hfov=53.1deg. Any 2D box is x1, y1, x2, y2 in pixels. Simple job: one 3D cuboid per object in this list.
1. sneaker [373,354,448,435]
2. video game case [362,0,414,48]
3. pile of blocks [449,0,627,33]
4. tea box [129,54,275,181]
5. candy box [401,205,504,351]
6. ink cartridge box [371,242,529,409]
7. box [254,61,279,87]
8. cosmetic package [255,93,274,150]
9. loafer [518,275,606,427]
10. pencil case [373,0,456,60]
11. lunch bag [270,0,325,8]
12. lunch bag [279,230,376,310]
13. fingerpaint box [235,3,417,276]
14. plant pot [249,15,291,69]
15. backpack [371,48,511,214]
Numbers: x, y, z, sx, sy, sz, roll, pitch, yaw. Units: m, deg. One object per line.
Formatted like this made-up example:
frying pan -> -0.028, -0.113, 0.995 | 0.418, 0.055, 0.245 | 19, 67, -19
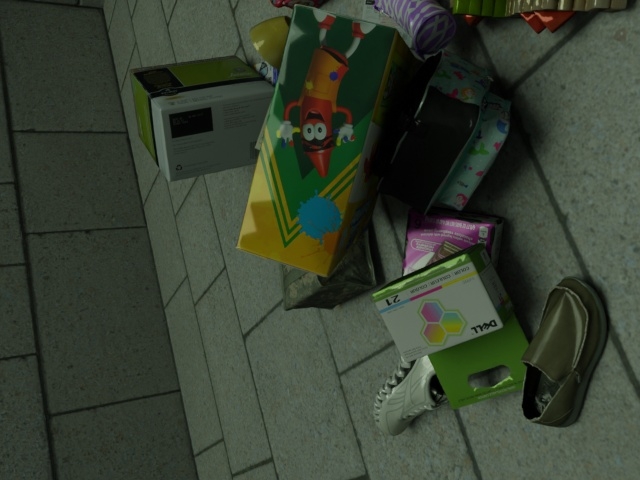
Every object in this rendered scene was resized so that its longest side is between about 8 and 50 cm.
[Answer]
sneaker -> 0.194, 0.303, 1.281 | 0.118, 0.110, 0.292 | 46, 132, 36
video game case -> 0.149, -0.493, 1.320 | 0.190, 0.022, 0.173 | 34, 123, 54
pile of blocks -> 0.297, -0.369, 0.960 | 0.362, 0.148, 0.113 | 22, 113, 56
tea box -> -0.330, -0.358, 1.818 | 0.323, 0.329, 0.220 | 50, 147, 46
candy box -> 0.229, 0.064, 1.148 | 0.159, 0.071, 0.234 | 11, 106, 29
ink cartridge box -> 0.232, 0.160, 1.068 | 0.188, 0.097, 0.255 | -27, 87, 29
box -> -0.147, -0.467, 1.820 | 0.136, 0.028, 0.081 | 11, 104, 56
cosmetic package -> -0.025, -0.326, 1.473 | 0.160, 0.113, 0.310 | 36, 109, 53
loafer -> 0.364, 0.179, 0.981 | 0.094, 0.087, 0.251 | 25, 115, 56
pencil case -> 0.163, -0.413, 1.153 | 0.088, 0.086, 0.206 | -44, 43, 17
lunch bag -> -0.017, -0.694, 1.490 | 0.293, 0.120, 0.258 | -1, 89, 58
lunch bag -> 0.000, 0.000, 1.504 | 0.235, 0.168, 0.287 | 144, 125, -59
fingerpaint box -> 0.029, -0.176, 1.125 | 0.445, 0.163, 0.371 | -43, -31, -73
plant pot -> -0.103, -0.524, 1.660 | 0.095, 0.134, 0.134 | -33, 63, 26
backpack -> 0.206, -0.190, 1.076 | 0.254, 0.191, 0.225 | -76, 8, -51
